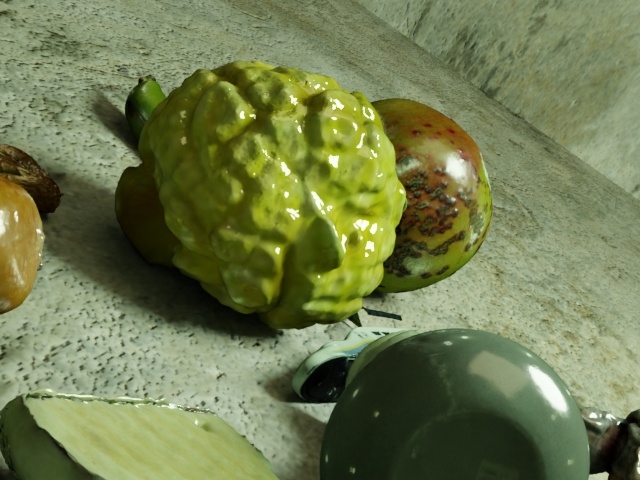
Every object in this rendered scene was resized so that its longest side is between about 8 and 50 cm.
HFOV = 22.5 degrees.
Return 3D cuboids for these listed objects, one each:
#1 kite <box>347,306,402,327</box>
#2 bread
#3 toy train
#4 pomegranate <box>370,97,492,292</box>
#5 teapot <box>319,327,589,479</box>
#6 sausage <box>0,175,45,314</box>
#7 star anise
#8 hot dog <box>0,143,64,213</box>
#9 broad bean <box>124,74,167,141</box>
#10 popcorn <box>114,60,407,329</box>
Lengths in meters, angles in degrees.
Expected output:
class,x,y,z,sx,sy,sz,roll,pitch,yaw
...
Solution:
class,x,y,z,sx,sy,sz,roll,pitch,yaw
kite,0.000,0.000,1.481,0.160,0.182,0.010,-2,23,45
bread,-0.087,0.147,0.937,0.232,0.064,0.172,32,15,-15
toy train,0.035,0.103,1.347,0.051,0.052,0.234,39,16,28
pomegranate,0.052,-0.049,1.603,0.246,0.198,0.198,11,20,-10
teapot,0.083,0.138,1.142,0.183,0.183,0.251,32,5,-8
sausage,-0.268,-0.010,0.958,0.109,0.109,0.270,43,13,29
star anise,0.277,0.186,1.382,0.230,0.081,0.262,18,-4,-37
hot dog,-0.240,-0.048,1.267,0.083,0.035,0.058,22,16,-39
broad bean,-0.155,-0.104,1.586,0.070,0.048,0.213,25,21,-32
popcorn,-0.048,-0.034,1.345,0.237,0.205,0.251,15,-12,-15
